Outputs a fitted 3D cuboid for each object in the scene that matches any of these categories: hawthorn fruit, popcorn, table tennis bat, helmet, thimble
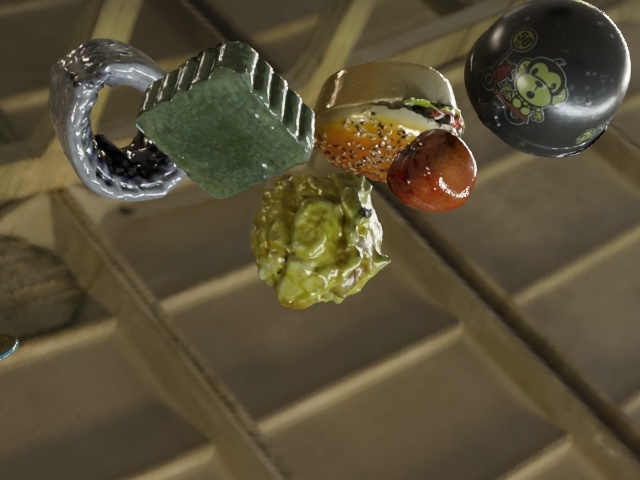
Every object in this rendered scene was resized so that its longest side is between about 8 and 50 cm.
[{"bbox_3d":[0.158,-0.094,1.604,0.128,0.128,0.128,19,-146,-13],"label":"hawthorn fruit"},{"bbox_3d":[0.006,-0.007,1.867,0.249,0.225,0.249,44,-145,-44],"label":"popcorn"},{"bbox_3d":[-0.481,0.162,1.556,0.100,0.019,0.155,1,-160,29],"label":"table tennis bat"},{"bbox_3d":[0.351,-0.257,1.637,0.279,0.160,0.230,-33,-101,-25],"label":"helmet"},{"bbox_3d":[-0.320,-0.193,1.812,0.217,0.245,0.157,-36,-144,-10],"label":"thimble"}]

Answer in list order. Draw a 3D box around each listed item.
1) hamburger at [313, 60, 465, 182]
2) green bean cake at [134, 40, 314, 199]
[{"bbox_3d":[0.126,-0.212,2.134,0.300,0.300,0.176,11,-110,-25],"label":"hamburger"},{"bbox_3d":[-0.123,-0.159,1.486,0.185,0.183,0.094,42,-140,-37],"label":"green bean cake"}]
